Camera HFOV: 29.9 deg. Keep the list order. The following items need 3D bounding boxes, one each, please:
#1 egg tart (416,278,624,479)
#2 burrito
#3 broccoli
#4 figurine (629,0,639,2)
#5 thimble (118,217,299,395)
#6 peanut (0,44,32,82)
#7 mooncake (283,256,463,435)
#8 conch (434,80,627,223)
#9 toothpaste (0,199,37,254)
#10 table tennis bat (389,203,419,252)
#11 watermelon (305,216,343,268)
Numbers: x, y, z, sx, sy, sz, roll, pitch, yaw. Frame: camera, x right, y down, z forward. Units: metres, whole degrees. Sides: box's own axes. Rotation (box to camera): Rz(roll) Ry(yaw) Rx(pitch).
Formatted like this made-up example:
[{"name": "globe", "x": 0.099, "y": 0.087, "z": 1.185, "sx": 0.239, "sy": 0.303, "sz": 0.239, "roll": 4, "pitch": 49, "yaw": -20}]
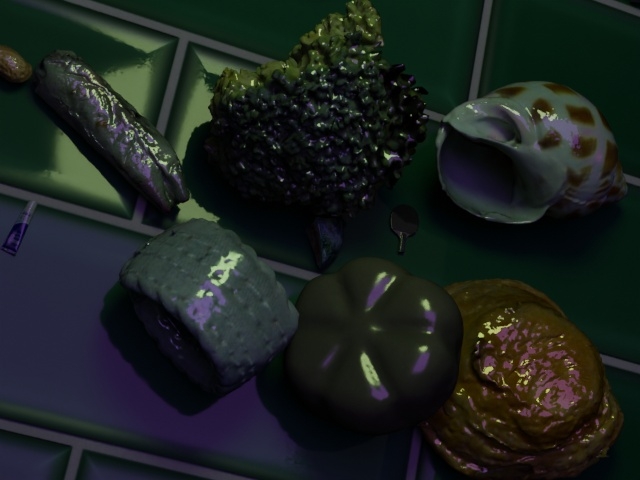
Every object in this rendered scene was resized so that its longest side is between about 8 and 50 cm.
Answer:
[{"name": "egg tart", "x": 0.296, "y": 0.215, "z": 1.849, "sx": 0.339, "sy": 0.153, "sz": 0.351, "roll": -21, "pitch": 79, "yaw": -19}, {"name": "burrito", "x": -0.307, "y": -0.169, "z": 1.807, "sx": 0.309, "sy": 0.066, "sz": 0.096, "roll": 46, "pitch": 71, "yaw": 0}, {"name": "broccoli", "x": -0.007, "y": -0.192, "z": 1.840, "sx": 0.281, "sy": 0.348, "sz": 0.293, "roll": -88, "pitch": 153, "yaw": -48}, {"name": "figurine", "x": 0.585, "y": -0.478, "z": 2.192, "sx": 0.094, "sy": 0.086, "sz": 0.082, "roll": -38, "pitch": 69, "yaw": 17}, {"name": "thimble", "x": -0.157, "y": 0.084, "z": 1.705, "sx": 0.250, "sy": 0.205, "sz": 0.172, "roll": 45, "pitch": 66, "yaw": 9}, {"name": "peanut", "x": -0.486, "y": -0.268, "z": 1.787, "sx": 0.113, "sy": 0.054, "sz": 0.054, "roll": 18, "pitch": 69, "yaw": -12}, {"name": "mooncake", "x": 0.075, "y": 0.151, "z": 1.756, "sx": 0.275, "sy": 0.135, "sz": 0.275, "roll": -7, "pitch": 64, "yaw": 14}, {"name": "conch", "x": 0.355, "y": -0.130, "z": 1.947, "sx": 0.368, "sy": 0.197, "sz": 0.249, "roll": 30, "pitch": 102, "yaw": -8}, {"name": "toothpaste", "x": -0.437, "y": -0.020, "z": 1.749, "sx": 0.024, "sy": 0.015, "sz": 0.083, "roll": 25, "pitch": 73, "yaw": -2}, {"name": "table tennis bat", "x": 0.135, "y": -0.019, "z": 1.940, "sx": 0.050, "sy": 0.007, "sz": 0.083, "roll": 12, "pitch": 69, "yaw": -15}, {"name": "watermelon", "x": 0.000, "y": 0.000, "z": 1.876, "sx": 0.061, "sy": 0.085, "sz": 0.085, "roll": 19, "pitch": 62, "yaw": 31}]
